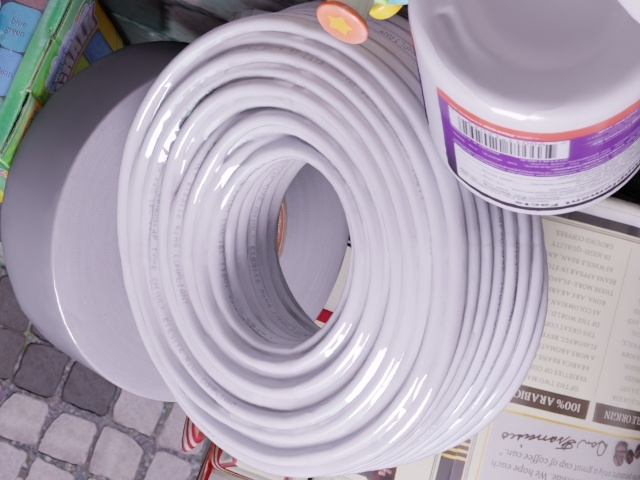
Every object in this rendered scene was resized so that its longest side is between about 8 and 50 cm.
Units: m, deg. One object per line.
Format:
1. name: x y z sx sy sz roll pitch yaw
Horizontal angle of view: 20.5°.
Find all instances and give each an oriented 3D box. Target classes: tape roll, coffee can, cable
1. tape roll: -0.087 -0.013 1.110 0.219 0.219 0.072 31 175 -39
2. coffee can: 0.103 0.104 1.061 0.202 0.275 0.201 14 180 0
3. cable: 0.000 0.000 0.948 0.257 0.257 0.089 4 -173 42

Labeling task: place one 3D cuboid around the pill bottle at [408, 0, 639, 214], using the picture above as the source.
1. pill bottle: 0.096 -0.073 0.760 0.108 0.108 0.193 20 169 11

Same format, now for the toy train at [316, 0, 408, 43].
1. toy train: -0.023 -0.141 0.831 0.166 0.046 0.125 21 170 8

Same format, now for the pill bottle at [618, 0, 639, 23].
1. pill bottle: 0.177 -0.106 0.270 0.169 0.169 0.301 27 168 -23

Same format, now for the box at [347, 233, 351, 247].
1. box: 0.137 0.022 1.293 0.220 0.051 0.175 12 166 41

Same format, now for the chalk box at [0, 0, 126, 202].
1. chalk box: -0.221 -0.113 1.131 0.132 0.132 0.213 21 170 12

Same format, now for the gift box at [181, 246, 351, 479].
1. gift box: 0.026 0.134 1.531 0.258 0.255 0.276 22 163 -8
